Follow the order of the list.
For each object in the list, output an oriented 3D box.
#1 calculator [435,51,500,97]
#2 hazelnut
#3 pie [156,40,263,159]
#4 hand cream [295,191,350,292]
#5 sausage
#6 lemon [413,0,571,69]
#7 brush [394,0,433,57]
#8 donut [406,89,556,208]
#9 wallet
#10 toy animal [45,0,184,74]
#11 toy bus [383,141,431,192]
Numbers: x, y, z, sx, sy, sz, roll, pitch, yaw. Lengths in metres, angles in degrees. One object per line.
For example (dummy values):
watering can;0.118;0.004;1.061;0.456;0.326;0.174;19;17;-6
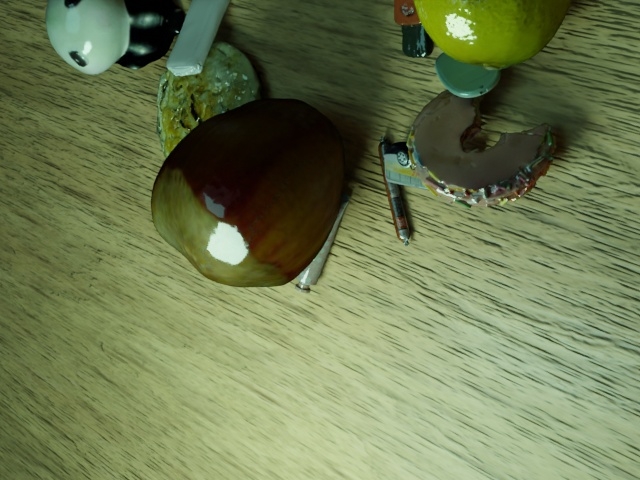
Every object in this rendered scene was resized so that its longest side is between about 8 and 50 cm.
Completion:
calculator;0.232;-0.278;1.808;0.095;0.021;0.153;-25;46;4
hazelnut;-0.121;-0.087;2.016;0.365;0.365;0.366;7;99;45
pie;-0.227;-0.239;2.298;0.339;0.077;0.339;6;99;45
hand cream;0.000;0.000;2.118;0.067;0.043;0.210;36;113;44
sausage;0.129;-0.086;1.983;0.028;0.025;0.199;-15;84;14
lemon;0.255;-0.362;1.674;0.240;0.240;0.219;1;101;46
brush;0.158;-0.467;1.890;0.070;0.051;0.324;7;99;48
donut;0.242;-0.137;1.773;0.199;0.085;0.233;-39;55;-7
wallet;-0.245;-0.411;2.267;0.095;0.033;0.190;6;69;41
toy animal;-0.449;-0.453;2.375;0.212;0.266;0.213;13;107;48
toy bus;0.183;-0.119;1.903;0.172;0.057;0.072;17;115;44
